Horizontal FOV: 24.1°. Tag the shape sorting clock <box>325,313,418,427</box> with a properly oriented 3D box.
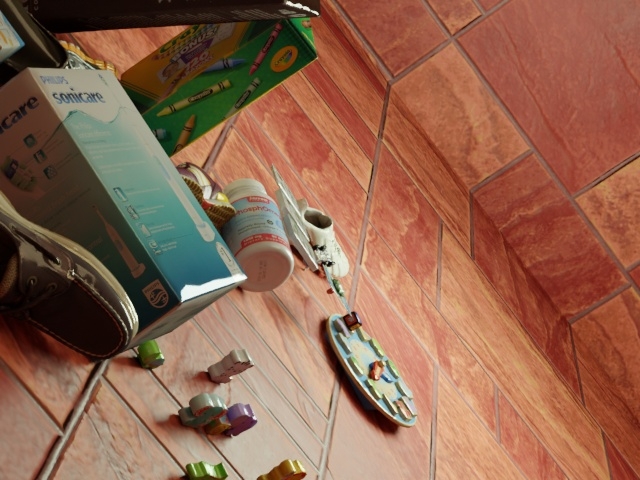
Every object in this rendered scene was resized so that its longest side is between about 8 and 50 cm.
[{"bbox_3d":[0.079,0.193,2.248,0.206,0.040,0.206,50,17,-21],"label":"shape sorting clock"}]

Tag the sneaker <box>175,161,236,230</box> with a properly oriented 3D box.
[{"bbox_3d":[-0.185,-0.069,1.976,0.084,0.069,0.185,53,7,26],"label":"sneaker"}]

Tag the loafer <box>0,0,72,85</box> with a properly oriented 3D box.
[{"bbox_3d":[-0.369,-0.249,1.677,0.220,0.078,0.080,38,54,-3],"label":"loafer"}]

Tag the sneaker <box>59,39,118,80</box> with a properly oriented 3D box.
[{"bbox_3d":[-0.309,-0.184,1.810,0.215,0.084,0.083,9,68,-60],"label":"sneaker"}]

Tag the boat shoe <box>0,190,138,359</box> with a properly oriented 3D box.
[{"bbox_3d":[-0.293,0.027,1.404,0.285,0.103,0.092,45,24,-21],"label":"boat shoe"}]

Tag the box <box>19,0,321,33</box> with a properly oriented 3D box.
[{"bbox_3d":[-0.198,-0.370,1.882,0.143,0.381,0.191,-2,91,-70],"label":"box"}]

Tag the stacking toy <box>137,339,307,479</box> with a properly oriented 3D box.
[{"bbox_3d":[-0.110,0.194,1.675,0.221,0.052,0.167,23,36,-61],"label":"stacking toy"}]

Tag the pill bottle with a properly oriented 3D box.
[{"bbox_3d":[-0.093,-0.011,2.069,0.087,0.087,0.160,42,20,-40],"label":"pill bottle"}]

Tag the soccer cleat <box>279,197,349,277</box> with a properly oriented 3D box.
[{"bbox_3d":[0.000,0.000,2.337,0.196,0.076,0.068,38,23,-47],"label":"soccer cleat"}]

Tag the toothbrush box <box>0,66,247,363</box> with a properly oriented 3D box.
[{"bbox_3d":[-0.236,-0.036,1.630,0.295,0.126,0.216,57,17,3],"label":"toothbrush box"}]

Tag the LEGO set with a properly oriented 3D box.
[{"bbox_3d":[-0.018,0.028,2.191,0.244,0.060,0.182,56,9,-37],"label":"LEGO set"}]

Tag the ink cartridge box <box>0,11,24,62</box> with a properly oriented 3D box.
[{"bbox_3d":[-0.384,-0.215,1.578,0.092,0.090,0.143,54,4,-8],"label":"ink cartridge box"}]

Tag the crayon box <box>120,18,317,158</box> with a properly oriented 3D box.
[{"bbox_3d":[-0.142,-0.234,2.023,0.081,0.278,0.165,49,17,-29],"label":"crayon box"}]
